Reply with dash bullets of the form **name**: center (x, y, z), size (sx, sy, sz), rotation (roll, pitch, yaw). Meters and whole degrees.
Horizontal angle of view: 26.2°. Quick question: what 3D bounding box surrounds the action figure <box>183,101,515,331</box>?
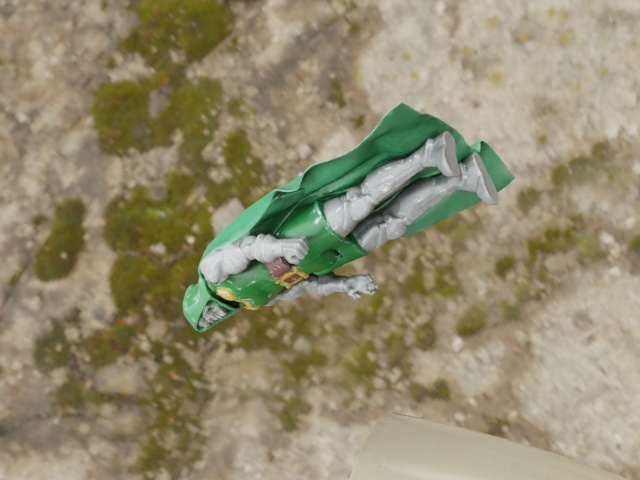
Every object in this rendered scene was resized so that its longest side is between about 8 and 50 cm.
- **action figure**: center (0.000, 0.000, 0.893), size (0.232, 0.137, 0.063), rotation (-29, 53, 27)

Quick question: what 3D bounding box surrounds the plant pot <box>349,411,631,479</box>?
- **plant pot**: center (0.170, 0.256, 0.942), size (0.274, 0.256, 0.257), rotation (2, 71, 18)
